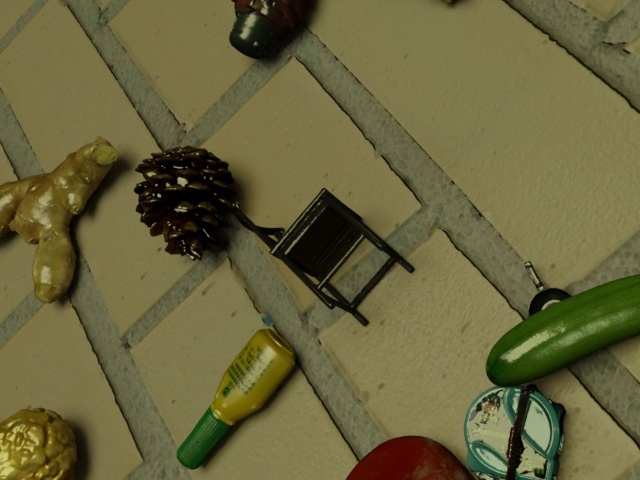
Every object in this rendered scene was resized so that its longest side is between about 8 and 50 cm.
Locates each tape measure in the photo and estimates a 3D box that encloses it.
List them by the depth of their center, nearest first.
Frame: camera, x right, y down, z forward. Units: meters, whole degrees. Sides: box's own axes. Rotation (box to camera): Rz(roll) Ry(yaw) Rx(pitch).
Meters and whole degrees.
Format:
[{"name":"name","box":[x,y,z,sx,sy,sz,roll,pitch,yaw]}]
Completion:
[{"name":"tape measure","box":[0.257,0.260,1.022,0.125,0.081,0.146,7,74,28]}]

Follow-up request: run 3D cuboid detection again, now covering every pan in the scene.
[{"name":"pan","box":[0.321,0.081,1.087,0.068,0.023,0.115,-29,62,18]}]

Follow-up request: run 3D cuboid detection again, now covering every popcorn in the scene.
[{"name":"popcorn","box":[-0.525,0.393,1.377,0.180,0.180,0.170,-1,114,30]}]

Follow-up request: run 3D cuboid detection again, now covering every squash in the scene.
[{"name":"squash","box":[0.350,0.109,1.006,0.292,0.082,0.082,-25,60,5]}]

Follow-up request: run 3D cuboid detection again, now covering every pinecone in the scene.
[{"name":"pinecone","box":[-0.247,-0.070,1.390,0.184,0.179,0.204,12,95,55]}]

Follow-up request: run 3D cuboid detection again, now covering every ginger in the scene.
[{"name":"ginger","box":[-0.586,-0.087,1.635,0.363,0.122,0.348,28,85,40]}]

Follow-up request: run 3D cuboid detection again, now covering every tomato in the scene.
[{"name":"tomato","box":[0.117,0.373,1.025,0.200,0.139,0.233,-36,57,6]}]

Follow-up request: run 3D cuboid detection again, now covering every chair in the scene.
[{"name":"chair","box":[0.000,0.000,1.232,0.141,0.154,0.260,-49,58,4]}]

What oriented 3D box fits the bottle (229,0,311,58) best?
[{"name":"bottle","box":[-0.093,-0.485,1.473,0.156,0.143,0.271,25,86,34]}]

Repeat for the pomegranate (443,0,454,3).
[{"name":"pomegranate","box":[0.177,-0.556,1.340,0.222,0.276,0.204,-30,18,40]}]

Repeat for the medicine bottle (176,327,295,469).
[{"name":"medicine bottle","box":[-0.145,0.265,1.261,0.260,0.064,0.095,-51,54,3]}]
